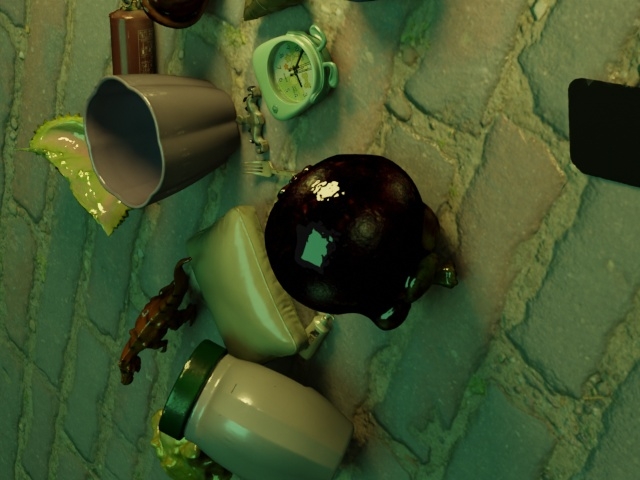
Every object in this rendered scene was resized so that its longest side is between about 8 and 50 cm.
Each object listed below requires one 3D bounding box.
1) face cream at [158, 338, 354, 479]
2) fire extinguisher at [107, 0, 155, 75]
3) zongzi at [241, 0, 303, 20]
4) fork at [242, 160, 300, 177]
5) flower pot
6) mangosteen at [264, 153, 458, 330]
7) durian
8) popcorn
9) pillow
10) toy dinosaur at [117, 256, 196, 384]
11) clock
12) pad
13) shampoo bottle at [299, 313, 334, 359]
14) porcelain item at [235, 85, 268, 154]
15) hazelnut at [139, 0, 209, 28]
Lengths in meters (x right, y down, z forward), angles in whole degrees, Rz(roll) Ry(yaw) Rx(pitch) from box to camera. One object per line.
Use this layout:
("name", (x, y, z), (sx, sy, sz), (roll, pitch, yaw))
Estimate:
("face cream", (-0.123, 0.369, 1.900), (0.356, 0.220, 0.312), (25, 168, 5))
("fire extinguisher", (-0.407, -0.419, 2.048), (0.104, 0.104, 0.269), (19, 118, 39))
("zongzi", (-0.111, -0.509, 1.738), (0.178, 0.081, 0.189), (-2, 98, 55))
("fork", (-0.065, -0.135, 1.868), (0.219, 0.028, 0.034), (10, 105, 38))
("flower pot", (-0.313, -0.218, 1.919), (0.265, 0.243, 0.265), (16, 115, 37))
("mangosteen", (0.053, 0.009, 1.616), (0.296, 0.297, 0.314), (-7, 111, 46))
("durian", (-0.544, -0.176, 2.215), (0.355, 0.169, 0.158), (40, 129, 21))
("popcorn", (-0.279, 0.446, 2.177), (0.254, 0.195, 0.256), (29, 106, 28))
("pillow", (-0.157, 0.105, 1.971), (0.255, 0.119, 0.322), (-30, 82, 52))
("toy dinosaur", (-0.344, 0.146, 2.128), (0.097, 0.208, 0.432), (35, 121, 9))
("clock", (-0.038, -0.311, 1.742), (0.188, 0.060, 0.148), (-16, 93, 46))
("pad", (0.462, -0.215, 1.289), (0.250, 0.055, 0.323), (21, 119, 38))
("shampoo bottle", (-0.010, 0.185, 1.923), (0.049, 0.034, 0.141), (60, 136, 28))
("porcelain item", (-0.144, -0.242, 1.901), (0.075, 0.021, 0.136), (6, 109, 43))
("hazelnut", (-0.284, -0.522, 1.824), (0.160, 0.170, 0.202), (41, 140, 24))
